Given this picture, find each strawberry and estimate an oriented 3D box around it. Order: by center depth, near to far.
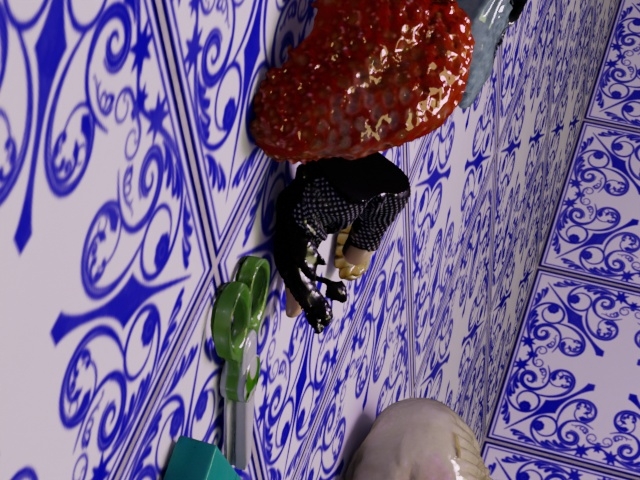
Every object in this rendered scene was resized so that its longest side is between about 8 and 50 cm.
[{"bbox_3d":[0.061,-0.139,1.245,0.236,0.106,0.175,-61,142,-16],"label":"strawberry"}]

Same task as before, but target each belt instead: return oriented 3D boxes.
[{"bbox_3d":[0.137,-0.258,1.506,0.257,0.150,0.207,-61,168,-45],"label":"belt"}]

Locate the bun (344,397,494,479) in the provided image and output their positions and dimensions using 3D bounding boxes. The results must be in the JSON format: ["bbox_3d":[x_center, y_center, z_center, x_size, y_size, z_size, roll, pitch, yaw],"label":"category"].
[{"bbox_3d":[0.129,0.377,1.916,0.361,0.213,0.361,-16,90,-80],"label":"bun"}]

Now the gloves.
[{"bbox_3d":[-0.003,-0.001,1.341,0.181,0.106,0.129,-54,-177,33],"label":"gloves"}]

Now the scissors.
[{"bbox_3d":[-0.070,0.116,1.278,0.101,0.027,0.204,-52,150,-56],"label":"scissors"}]

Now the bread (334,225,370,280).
[{"bbox_3d":[0.033,-0.001,1.563,0.049,0.033,0.088,-21,120,-56],"label":"bread"}]

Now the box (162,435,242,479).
[{"bbox_3d":[-0.105,0.275,1.255,0.226,0.042,0.161,70,37,-64],"label":"box"}]
